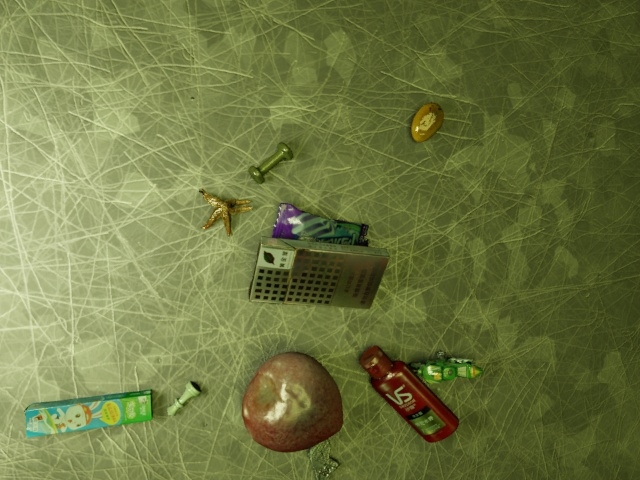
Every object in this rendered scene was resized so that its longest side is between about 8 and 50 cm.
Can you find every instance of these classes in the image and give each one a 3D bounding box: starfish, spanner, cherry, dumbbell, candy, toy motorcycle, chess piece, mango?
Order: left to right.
[{"bbox_3d":[-0.335,0.387,1.242,0.093,0.042,0.042,-44,102,-4],"label":"chess piece"},{"bbox_3d":[-0.247,-0.079,1.249,0.130,0.041,0.133,43,81,-12],"label":"starfish"},{"bbox_3d":[-0.123,-0.192,1.275,0.118,0.052,0.046,-41,58,-11],"label":"dumbbell"},{"bbox_3d":[-0.064,0.392,1.245,0.239,0.206,0.240,-21,119,-45],"label":"cherry"},{"bbox_3d":[-0.010,0.680,1.350,0.093,0.026,0.326,10,90,-15],"label":"spanner"},{"bbox_3d":[0.000,0.000,1.308,0.275,0.070,0.145,14,82,-20],"label":"candy"},{"bbox_3d":[0.288,-0.318,1.388,0.078,0.057,0.114,30,92,-19],"label":"mango"},{"bbox_3d":[0.334,0.348,1.394,0.190,0.106,0.074,-1,93,-14],"label":"toy motorcycle"}]

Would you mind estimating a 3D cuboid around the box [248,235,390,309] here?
[{"bbox_3d":[-0.005,0.086,1.276,0.324,0.047,0.180,6,125,-17],"label":"box"}]

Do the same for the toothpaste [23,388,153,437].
[{"bbox_3d":[-0.527,0.394,1.180,0.266,0.050,0.065,-3,90,-16],"label":"toothpaste"}]

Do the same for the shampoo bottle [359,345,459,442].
[{"bbox_3d":[0.232,0.410,1.372,0.118,0.076,0.314,-35,105,32],"label":"shampoo bottle"}]
